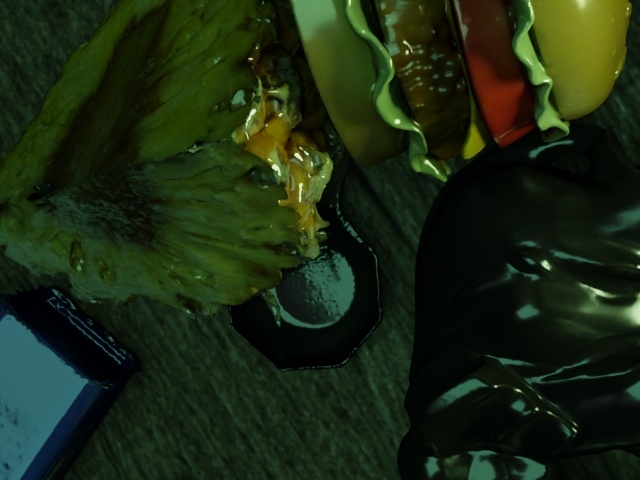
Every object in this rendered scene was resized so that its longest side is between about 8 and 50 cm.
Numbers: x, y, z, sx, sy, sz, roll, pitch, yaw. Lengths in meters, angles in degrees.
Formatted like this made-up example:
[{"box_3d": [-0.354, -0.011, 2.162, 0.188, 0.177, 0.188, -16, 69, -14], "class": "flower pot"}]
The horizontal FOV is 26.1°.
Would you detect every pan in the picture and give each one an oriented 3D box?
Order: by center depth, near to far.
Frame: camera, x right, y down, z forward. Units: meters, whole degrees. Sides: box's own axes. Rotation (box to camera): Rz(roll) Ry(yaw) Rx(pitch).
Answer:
[{"box_3d": [0.013, 0.010, 1.112, 0.128, 0.048, 0.202, 41, 106, 3], "class": "pan"}]

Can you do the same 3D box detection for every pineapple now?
[{"box_3d": [-0.064, -0.099, 1.049, 0.344, 0.286, 0.209, -14, 137, 45], "class": "pineapple"}]

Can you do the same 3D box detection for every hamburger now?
[{"box_3d": [0.103, -0.183, 0.948, 0.212, 0.274, 0.274, -12, 95, 13], "class": "hamburger"}]

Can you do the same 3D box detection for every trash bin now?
[{"box_3d": [-0.282, 0.156, 1.151, 0.184, 0.162, 0.234, 40, 99, 4], "class": "trash bin"}]

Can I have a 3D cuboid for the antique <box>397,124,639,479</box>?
[{"box_3d": [0.186, 0.076, 1.019, 0.255, 0.185, 0.322, 0, 92, 7], "class": "antique"}]
